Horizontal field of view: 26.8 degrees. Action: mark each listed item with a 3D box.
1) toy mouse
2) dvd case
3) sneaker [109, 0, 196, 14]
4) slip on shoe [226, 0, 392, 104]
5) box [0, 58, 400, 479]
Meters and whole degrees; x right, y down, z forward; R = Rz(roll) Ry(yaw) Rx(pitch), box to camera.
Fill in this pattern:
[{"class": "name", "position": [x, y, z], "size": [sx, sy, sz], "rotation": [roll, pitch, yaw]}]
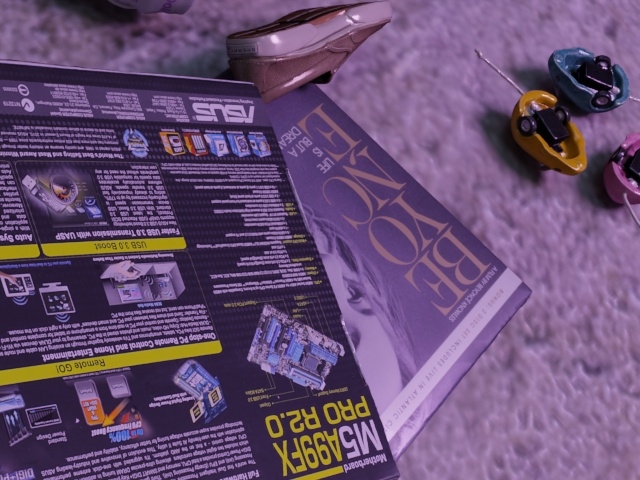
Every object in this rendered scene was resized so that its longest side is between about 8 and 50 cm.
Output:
[{"class": "toy mouse", "position": [0.187, -0.074, 0.893], "size": [0.143, 0.031, 0.161], "rotation": [-24, 74, -37]}, {"class": "dvd case", "position": [0.000, 0.000, 0.751], "size": [0.221, 0.018, 0.164], "rotation": [44, 50, 3]}, {"class": "sneaker", "position": [-0.137, -0.199, 0.738], "size": [0.305, 0.114, 0.152], "rotation": [-10, 64, -33]}, {"class": "slip on shoe", "position": [-0.003, -0.113, 0.788], "size": [0.135, 0.051, 0.041], "rotation": [-30, 116, -51]}, {"class": "box", "position": [-0.099, 0.032, 0.573], "size": [0.270, 0.060, 0.216], "rotation": [-4, 70, -52]}]
